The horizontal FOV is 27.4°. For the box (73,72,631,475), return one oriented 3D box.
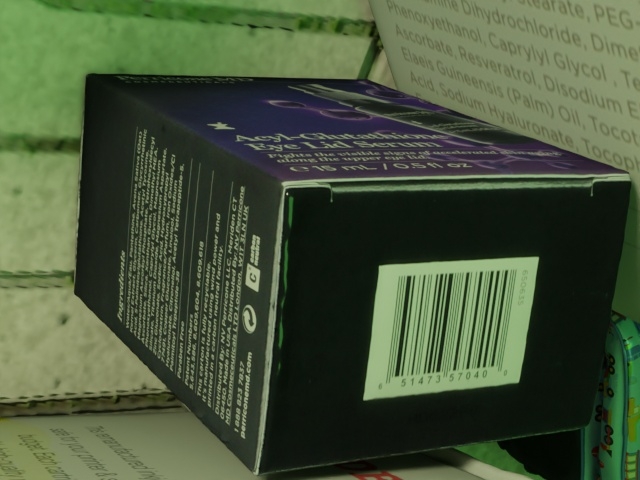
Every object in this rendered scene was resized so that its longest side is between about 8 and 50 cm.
[{"bbox_3d":[0.000,0.000,0.550,0.153,0.207,0.108,-3,108,-30],"label":"box"}]

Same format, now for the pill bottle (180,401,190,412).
[{"bbox_3d":[-0.026,0.072,0.662,0.083,0.043,0.043,-35,122,-13],"label":"pill bottle"}]

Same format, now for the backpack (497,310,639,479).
[{"bbox_3d":[0.195,0.057,0.741,0.173,0.117,0.158,-14,116,-28],"label":"backpack"}]

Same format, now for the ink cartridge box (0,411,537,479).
[{"bbox_3d":[-0.125,0.160,0.454,0.385,0.279,0.160,0,93,-21],"label":"ink cartridge box"}]

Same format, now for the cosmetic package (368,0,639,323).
[{"bbox_3d":[0.206,-0.195,0.521,0.329,0.327,0.393,-31,120,-16],"label":"cosmetic package"}]
